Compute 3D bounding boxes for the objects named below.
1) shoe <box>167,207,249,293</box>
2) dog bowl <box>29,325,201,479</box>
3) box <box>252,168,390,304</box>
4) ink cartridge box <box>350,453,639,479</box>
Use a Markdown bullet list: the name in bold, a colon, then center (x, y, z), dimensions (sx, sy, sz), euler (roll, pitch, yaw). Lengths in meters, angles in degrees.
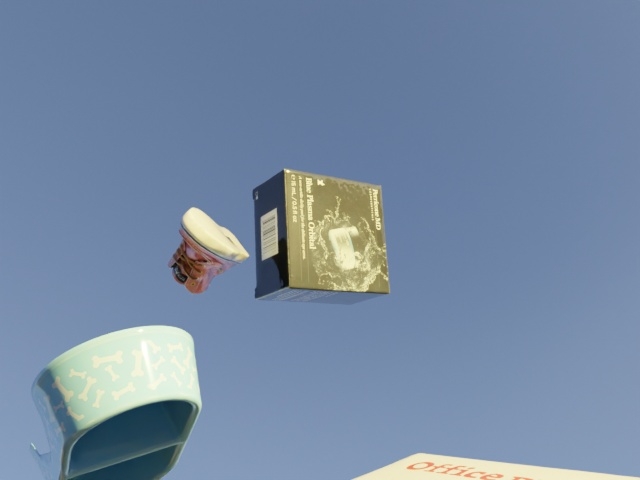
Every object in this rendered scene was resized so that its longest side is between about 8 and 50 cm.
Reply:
- **shoe**: center (-0.140, 0.020, 0.726), dimensions (0.081, 0.178, 0.063), euler (-41, -100, -1)
- **dog bowl**: center (-0.219, 0.205, 0.684), dimensions (0.166, 0.074, 0.297), euler (-9, -34, -32)
- **box**: center (0.000, 0.000, 0.841), dimensions (0.158, 0.156, 0.093), euler (6, -17, -33)
- **ink cartridge box**: center (0.024, 0.189, 0.267), dimensions (0.273, 0.114, 0.197), euler (-6, -8, -36)
